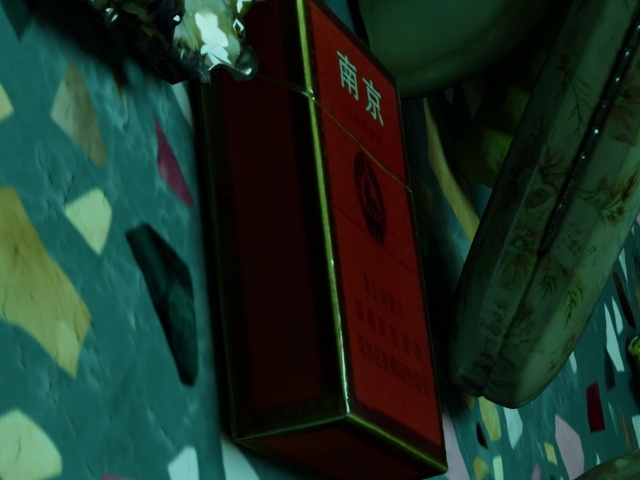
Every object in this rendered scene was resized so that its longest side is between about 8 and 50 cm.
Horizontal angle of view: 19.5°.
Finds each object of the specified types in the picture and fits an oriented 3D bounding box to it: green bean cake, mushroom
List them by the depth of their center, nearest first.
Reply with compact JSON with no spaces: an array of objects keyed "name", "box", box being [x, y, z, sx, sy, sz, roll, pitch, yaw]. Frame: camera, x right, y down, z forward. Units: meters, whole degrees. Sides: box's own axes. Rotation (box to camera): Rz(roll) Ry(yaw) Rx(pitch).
[{"name":"mushroom","box":[0.108,-0.268,1.308,0.217,0.212,0.292,-23,92,-63]},{"name":"green bean cake","box":[0.210,-0.153,1.452,0.124,0.233,0.236,27,30,-3]}]

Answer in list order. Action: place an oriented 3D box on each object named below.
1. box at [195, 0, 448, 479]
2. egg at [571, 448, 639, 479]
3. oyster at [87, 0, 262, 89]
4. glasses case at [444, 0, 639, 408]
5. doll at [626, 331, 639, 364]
[{"name":"box","box":[0.001,0.000,0.979,0.153,0.074,0.240,32,47,-59]},{"name":"egg","box":[0.238,0.255,1.193,0.310,0.279,0.279,-14,90,-70]},{"name":"oyster","box":[-0.089,-0.184,0.838,0.259,0.092,0.198,55,26,-66]},{"name":"glasses case","box":[0.189,-0.089,1.238,0.156,0.098,0.425,-20,132,-82]},{"name":"doll","box":[0.403,0.178,1.924,0.135,0.143,0.221,40,-21,59]}]
